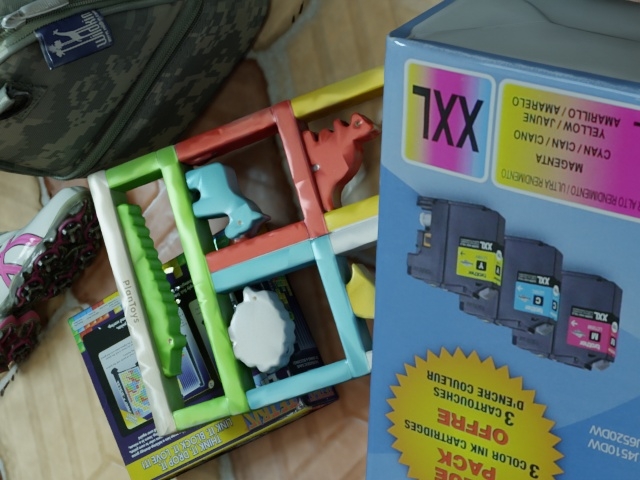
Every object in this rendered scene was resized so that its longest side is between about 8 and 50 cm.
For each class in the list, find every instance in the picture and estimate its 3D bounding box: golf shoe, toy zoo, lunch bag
[{"bbox_3d":[-0.237,0.018,1.219,0.086,0.067,0.186,50,117,21],"label":"golf shoe"},{"bbox_3d":[0.000,0.000,1.051,0.293,0.030,0.192,-20,82,17],"label":"toy zoo"},{"bbox_3d":[-0.222,-0.192,1.082,0.305,0.256,0.212,50,117,19],"label":"lunch bag"}]

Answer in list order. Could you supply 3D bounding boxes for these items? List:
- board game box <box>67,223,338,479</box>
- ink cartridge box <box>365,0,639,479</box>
[{"bbox_3d":[-0.087,0.085,1.139,0.170,0.048,0.141,-28,80,30],"label":"board game box"},{"bbox_3d":[0.172,0.079,0.869,0.270,0.151,0.395,15,120,28],"label":"ink cartridge box"}]
